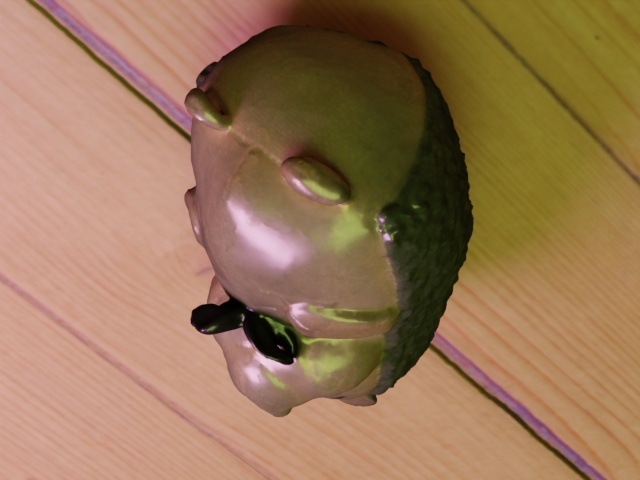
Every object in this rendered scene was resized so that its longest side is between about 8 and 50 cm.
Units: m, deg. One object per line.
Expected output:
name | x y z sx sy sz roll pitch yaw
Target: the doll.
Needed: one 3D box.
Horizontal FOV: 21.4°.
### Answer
doll | 0.000 0.000 1.339 0.247 0.247 0.349 -3 146 5
